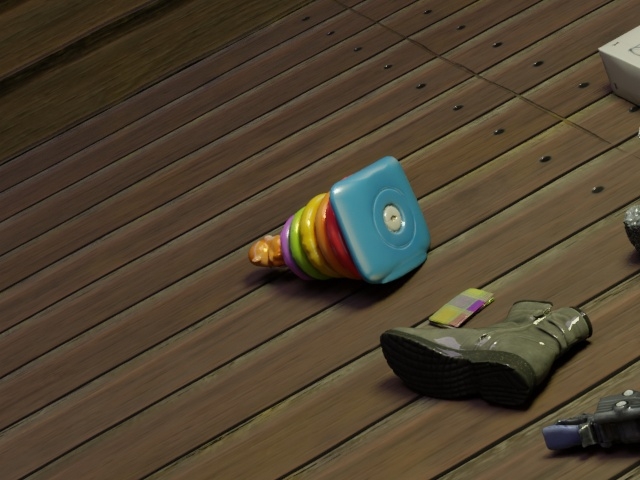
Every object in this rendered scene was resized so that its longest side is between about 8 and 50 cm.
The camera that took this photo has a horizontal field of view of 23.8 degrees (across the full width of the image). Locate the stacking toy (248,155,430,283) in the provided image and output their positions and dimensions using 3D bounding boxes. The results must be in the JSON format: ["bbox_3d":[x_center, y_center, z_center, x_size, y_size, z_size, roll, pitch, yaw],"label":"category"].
[{"bbox_3d":[0.000,0.000,2.282,0.302,0.166,0.175,-16,9,42],"label":"stacking toy"}]

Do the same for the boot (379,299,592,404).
[{"bbox_3d":[0.211,0.130,1.926,0.246,0.083,0.161,9,34,41],"label":"boot"}]

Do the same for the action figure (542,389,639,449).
[{"bbox_3d":[0.391,0.113,1.669,0.341,0.178,0.330,-15,24,23],"label":"action figure"}]

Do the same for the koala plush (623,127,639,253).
[{"bbox_3d":[0.490,-0.095,1.920,0.196,0.221,0.203,-34,27,-19],"label":"koala plush"}]

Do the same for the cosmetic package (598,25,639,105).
[{"bbox_3d":[0.636,-0.278,2.291,0.284,0.097,0.377,-31,26,-7],"label":"cosmetic package"}]

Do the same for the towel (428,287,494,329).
[{"bbox_3d":[0.192,0.094,2.069,0.083,0.009,0.060,-37,27,-25],"label":"towel"}]
